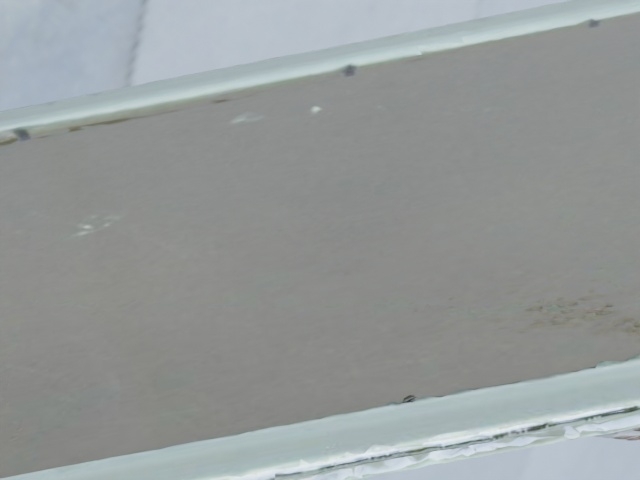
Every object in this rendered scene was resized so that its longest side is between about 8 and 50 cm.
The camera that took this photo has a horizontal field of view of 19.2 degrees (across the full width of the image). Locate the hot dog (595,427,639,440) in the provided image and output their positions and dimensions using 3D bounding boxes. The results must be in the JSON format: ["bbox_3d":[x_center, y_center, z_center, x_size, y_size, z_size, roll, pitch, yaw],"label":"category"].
[{"bbox_3d":[0.154,0.062,0.939,0.270,0.162,0.082,18,80,-47],"label":"hot dog"}]

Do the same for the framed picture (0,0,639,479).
[{"bbox_3d":[0.000,0.000,0.439,0.296,0.232,0.019,-10,114,2],"label":"framed picture"}]
